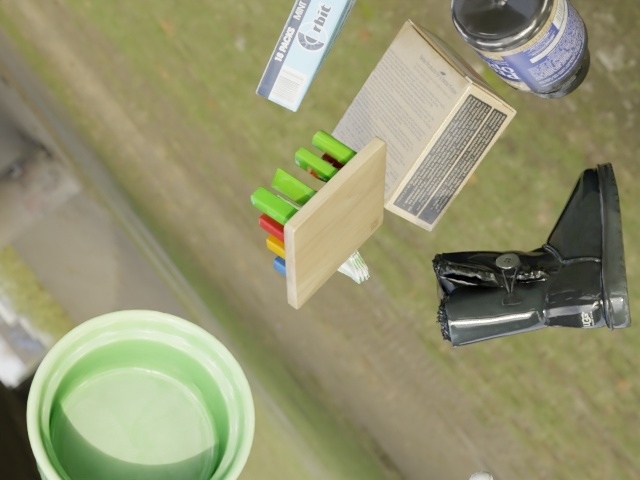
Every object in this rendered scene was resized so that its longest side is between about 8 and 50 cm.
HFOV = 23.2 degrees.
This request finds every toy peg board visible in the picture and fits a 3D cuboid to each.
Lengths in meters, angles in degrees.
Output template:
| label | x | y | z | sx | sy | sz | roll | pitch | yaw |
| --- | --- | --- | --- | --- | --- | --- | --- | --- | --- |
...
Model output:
| label | x | y | z | sx | sy | sz | roll | pitch | yaw |
| --- | --- | --- | --- | --- | --- | --- | --- | --- | --- |
| toy peg board | -0.006 | -0.035 | 1.771 | 0.079 | 0.161 | 0.160 | 35 | 153 | 22 |

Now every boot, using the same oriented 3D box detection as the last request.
| label | x | y | z | sx | sy | sz | roll | pitch | yaw |
| --- | --- | --- | --- | --- | --- | --- | --- | --- | --- |
| boot | 0.225 | 0.012 | 1.689 | 0.246 | 0.207 | 0.094 | -83 | -16 | -48 |

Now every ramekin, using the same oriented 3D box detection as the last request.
| label | x | y | z | sx | sy | sz | roll | pitch | yaw |
| --- | --- | --- | --- | --- | --- | --- | --- | --- | --- |
| ramekin | -0.250 | 0.260 | 2.124 | 0.303 | 0.303 | 0.148 | 51 | 154 | 13 |

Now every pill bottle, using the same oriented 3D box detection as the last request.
| label | x | y | z | sx | sy | sz | roll | pitch | yaw |
| --- | --- | --- | --- | --- | --- | --- | --- | --- | --- |
| pill bottle | 0.246 | -0.247 | 1.846 | 0.123 | 0.123 | 0.219 | 49 | -171 | 29 |

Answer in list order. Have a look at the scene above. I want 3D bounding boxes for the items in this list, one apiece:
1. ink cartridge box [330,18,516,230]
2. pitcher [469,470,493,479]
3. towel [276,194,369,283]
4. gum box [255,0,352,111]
| label | x | y | z | sx | sy | sz | roll | pitch | yaw |
| --- | --- | --- | --- | --- | --- | --- | --- | --- | --- |
| ink cartridge box | 0.127 | -0.151 | 2.007 | 0.088 | 0.193 | 0.234 | 28 | -164 | -28 |
| pitcher | 0.185 | 0.347 | 1.540 | 0.177 | 0.125 | 0.207 | -80 | -28 | -53 |
| towel | 0.000 | 0.000 | 2.031 | 0.113 | 0.023 | 0.152 | 27 | 166 | 25 |
| gum box | 0.011 | -0.217 | 1.335 | 0.041 | 0.157 | 0.184 | 25 | -150 | -1 |
